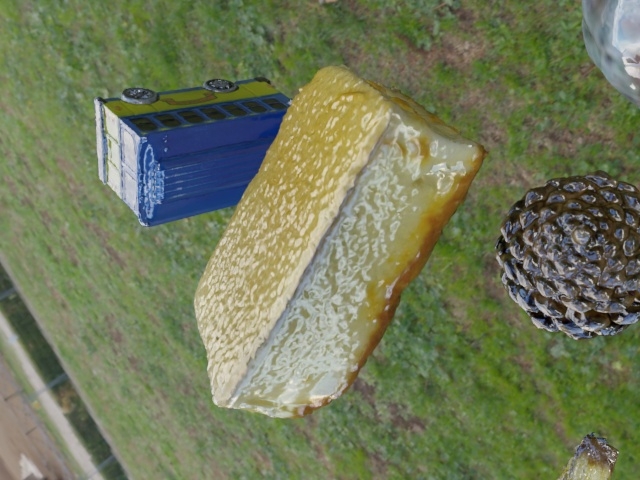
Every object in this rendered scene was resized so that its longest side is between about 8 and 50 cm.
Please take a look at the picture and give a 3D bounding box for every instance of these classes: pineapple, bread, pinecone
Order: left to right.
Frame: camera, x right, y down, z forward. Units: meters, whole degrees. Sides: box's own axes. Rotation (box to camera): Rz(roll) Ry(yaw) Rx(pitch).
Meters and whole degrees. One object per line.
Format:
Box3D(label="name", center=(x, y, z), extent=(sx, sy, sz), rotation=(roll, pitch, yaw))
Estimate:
Box3D(label="bread", center=(0.000, 0.000, 0.579), extent=(0.275, 0.114, 0.185), rotation=(-59, 28, 15))
Box3D(label="pinecone", center=(0.371, 0.029, 1.009), extent=(0.243, 0.243, 0.257), rotation=(49, 161, 8))
Box3D(label="pineapple", center=(0.389, 0.320, 0.995), extent=(0.069, 0.137, 0.116), rotation=(23, 129, 21))

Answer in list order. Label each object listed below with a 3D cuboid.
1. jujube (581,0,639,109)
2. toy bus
Box3D(label="jujube", center=(0.275, -0.187, 0.342), extent=(0.226, 0.226, 0.317), rotation=(35, 114, 26))
Box3D(label="toy bus", center=(-0.162, -0.140, 0.997), extent=(0.175, 0.287, 0.138), rotation=(39, 133, 39))
